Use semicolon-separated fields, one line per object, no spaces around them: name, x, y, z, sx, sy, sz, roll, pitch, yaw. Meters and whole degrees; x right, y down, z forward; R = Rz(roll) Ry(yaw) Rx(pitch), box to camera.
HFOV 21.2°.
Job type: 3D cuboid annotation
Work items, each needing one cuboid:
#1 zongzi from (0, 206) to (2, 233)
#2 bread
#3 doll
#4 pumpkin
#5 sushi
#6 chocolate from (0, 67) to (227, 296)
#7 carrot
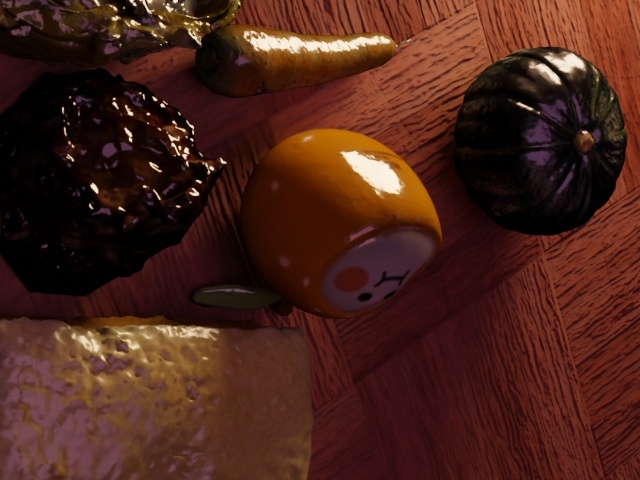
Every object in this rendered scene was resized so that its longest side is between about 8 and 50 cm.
zongzi;-0.345;0.050;1.434;0.286;0.288;0.134;-37;123;-30
bread;-0.190;0.190;1.663;0.375;0.165;0.236;5;88;-39
doll;0.000;0.000;1.799;0.213;0.213;0.236;11;132;-40
pumpkin;0.256;-0.115;1.992;0.221;0.162;0.220;-2;94;-35
sushi;-0.202;-0.227;1.618;0.291;0.139;0.131;-1;89;-38
chocolate;-0.187;-0.058;1.625;0.224;0.177;0.206;-48;123;-26
carrot;-0.006;-0.196;1.827;0.298;0.078;0.078;-10;102;-42
